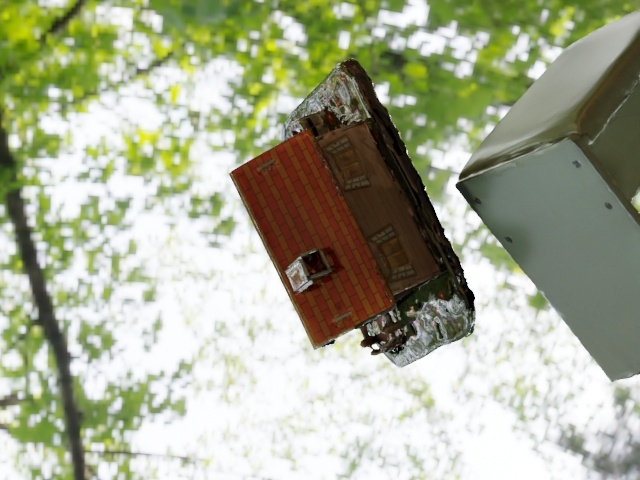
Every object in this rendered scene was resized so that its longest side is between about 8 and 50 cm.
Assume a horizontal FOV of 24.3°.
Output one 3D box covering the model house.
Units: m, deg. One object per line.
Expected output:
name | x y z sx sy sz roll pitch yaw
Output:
model house | 0.001 0.001 1.467 0.154 0.207 0.293 -22 -98 -30

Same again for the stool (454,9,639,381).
stool | 0.312 -0.051 1.413 0.269 0.170 0.243 51 -124 -13
